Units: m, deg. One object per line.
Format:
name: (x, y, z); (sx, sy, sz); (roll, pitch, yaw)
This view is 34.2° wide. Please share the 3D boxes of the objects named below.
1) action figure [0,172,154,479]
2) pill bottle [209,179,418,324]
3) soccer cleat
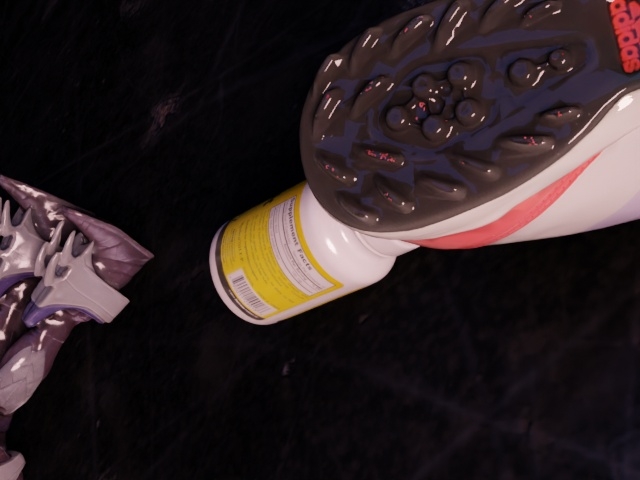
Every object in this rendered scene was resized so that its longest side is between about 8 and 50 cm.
action figure: (-0.238, 0.103, 0.756); (0.185, 0.099, 0.285); (22, 86, 48)
pill bottle: (0.000, 0.000, 0.552); (0.116, 0.065, 0.065); (-24, 46, 41)
soccer cleat: (0.151, -0.064, 0.380); (0.318, 0.116, 0.108); (-14, 77, 27)
